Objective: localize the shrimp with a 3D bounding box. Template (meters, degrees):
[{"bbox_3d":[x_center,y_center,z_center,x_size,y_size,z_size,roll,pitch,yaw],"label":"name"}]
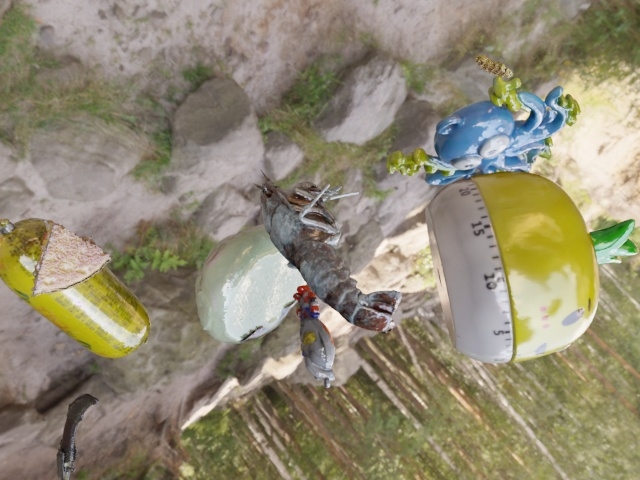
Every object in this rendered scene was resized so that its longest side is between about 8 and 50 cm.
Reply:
[{"bbox_3d":[-0.005,-0.002,0.915,0.166,0.411,0.221,-2,131,-24],"label":"shrimp"}]

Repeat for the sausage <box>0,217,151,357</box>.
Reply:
[{"bbox_3d":[-0.404,0.087,0.853,0.123,0.123,0.347,-41,133,-13],"label":"sausage"}]

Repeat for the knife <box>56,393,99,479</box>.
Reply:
[{"bbox_3d":[-0.371,0.308,0.749,0.222,0.045,0.021,-66,163,18],"label":"knife"}]

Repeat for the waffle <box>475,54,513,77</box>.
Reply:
[{"bbox_3d":[0.387,-0.385,1.137,0.078,0.085,0.016,15,108,-52],"label":"waffle"}]

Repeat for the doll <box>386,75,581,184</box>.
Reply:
[{"bbox_3d":[0.315,-0.168,0.974,0.341,0.099,0.346,15,153,-41],"label":"doll"}]

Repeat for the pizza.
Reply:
[{"bbox_3d":[-0.323,0.024,0.669,0.099,0.029,0.100,5,104,-51],"label":"pizza"}]

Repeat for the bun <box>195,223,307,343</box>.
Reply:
[{"bbox_3d":[-0.175,0.081,1.167,0.293,0.187,0.293,-34,139,-36],"label":"bun"}]

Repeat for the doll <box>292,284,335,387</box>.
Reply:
[{"bbox_3d":[-0.011,0.174,0.933,0.062,0.195,0.104,10,140,-38],"label":"doll"}]

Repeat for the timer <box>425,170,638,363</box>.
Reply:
[{"bbox_3d":[0.296,0.025,0.702,0.285,0.285,0.285,-41,169,-10],"label":"timer"}]
